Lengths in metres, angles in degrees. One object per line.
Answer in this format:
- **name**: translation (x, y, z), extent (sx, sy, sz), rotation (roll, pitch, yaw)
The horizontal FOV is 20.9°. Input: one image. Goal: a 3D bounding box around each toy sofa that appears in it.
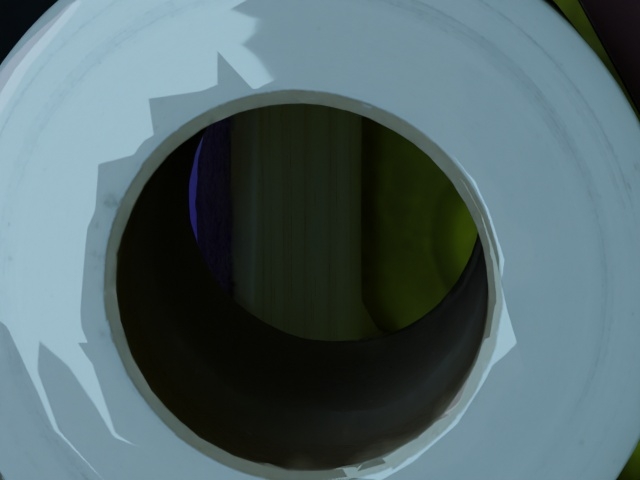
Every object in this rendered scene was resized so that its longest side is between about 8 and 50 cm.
- **toy sofa**: translation (-0.060, -0.095, 0.822), extent (0.150, 0.177, 0.363), rotation (6, 104, 26)

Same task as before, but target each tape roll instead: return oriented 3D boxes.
- **tape roll**: translation (0.000, 0.000, 0.640), extent (0.246, 0.169, 0.246), rotation (1, 102, 3)

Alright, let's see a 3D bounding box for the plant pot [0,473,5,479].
- **plant pot**: translation (-0.267, 0.137, 0.842), extent (0.323, 0.280, 0.323), rotation (37, 135, 49)

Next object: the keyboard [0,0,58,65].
- **keyboard**: translation (-0.237, -0.229, 0.903), extent (0.201, 0.033, 0.317), rotation (-2, 122, 27)

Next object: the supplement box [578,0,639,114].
- **supplement box**: translation (0.187, -0.077, 0.651), extent (0.129, 0.191, 0.194), rotation (-31, 67, 16)
